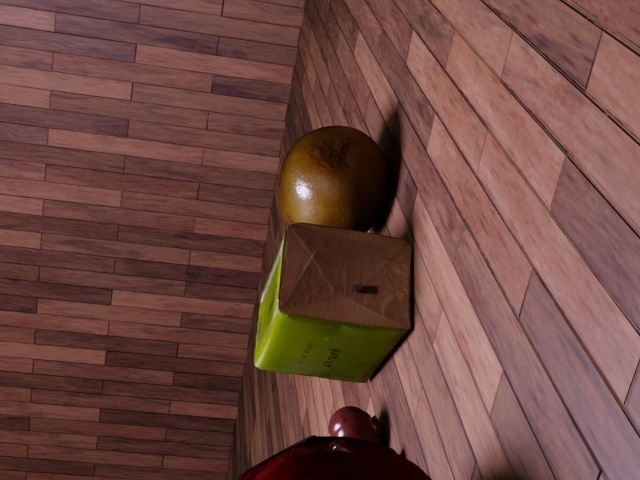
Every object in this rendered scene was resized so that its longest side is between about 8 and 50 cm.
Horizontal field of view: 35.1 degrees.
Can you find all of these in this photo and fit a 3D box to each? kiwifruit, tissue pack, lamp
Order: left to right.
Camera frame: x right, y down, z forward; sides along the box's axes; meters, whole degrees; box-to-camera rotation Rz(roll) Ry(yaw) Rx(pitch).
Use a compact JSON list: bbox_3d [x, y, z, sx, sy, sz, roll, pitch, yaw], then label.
[{"bbox_3d":[0.014,0.107,1.601,0.275,0.200,0.167,116,160,-65],"label":"tissue pack"},{"bbox_3d":[0.020,-0.086,1.745,0.234,0.196,0.196,113,161,-58],"label":"kiwifruit"},{"bbox_3d":[0.054,0.304,1.568,0.101,0.090,0.101,60,176,7],"label":"lamp"}]

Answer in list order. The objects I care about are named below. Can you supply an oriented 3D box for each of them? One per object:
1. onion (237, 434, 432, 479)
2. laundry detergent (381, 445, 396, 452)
[{"bbox_3d":[0.021,0.361,1.073,0.341,0.341,0.341,-173,90,-81],"label":"onion"},{"bbox_3d":[0.087,0.391,1.403,0.206,0.061,0.097,-96,24,-48],"label":"laundry detergent"}]
